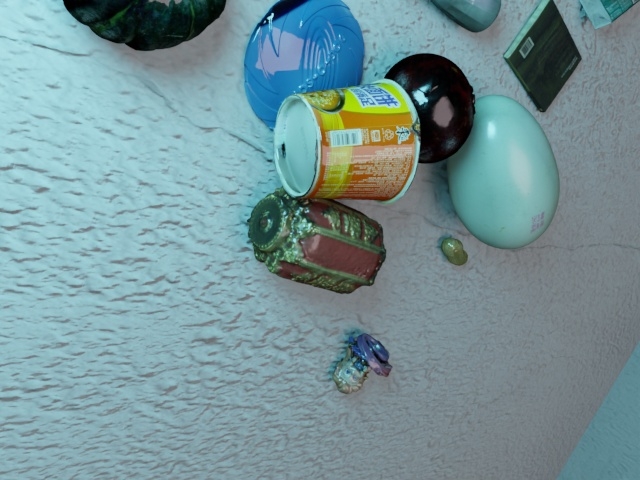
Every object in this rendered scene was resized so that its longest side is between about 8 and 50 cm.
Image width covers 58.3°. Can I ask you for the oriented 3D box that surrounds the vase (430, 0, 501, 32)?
[{"bbox_3d":[0.226,-0.449,1.030,0.214,0.086,0.086,7,110,-36],"label":"vase"}]

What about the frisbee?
[{"bbox_3d":[-0.015,-0.286,0.957,0.242,0.045,0.242,-20,126,-30],"label":"frisbee"}]

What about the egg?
[{"bbox_3d":[0.388,-0.140,1.235,0.230,0.230,0.371,-38,128,-15],"label":"egg"}]

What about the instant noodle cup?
[{"bbox_3d":[0.032,-0.156,0.929,0.174,0.213,0.213,-7,120,-28],"label":"instant noodle cup"}]

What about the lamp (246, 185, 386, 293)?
[{"bbox_3d":[0.000,0.000,1.051,0.273,0.177,0.177,22,101,-43],"label":"lamp"}]

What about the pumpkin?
[{"bbox_3d":[-0.211,-0.340,0.685,0.220,0.161,0.221,-16,115,-38],"label":"pumpkin"}]

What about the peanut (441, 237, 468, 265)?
[{"bbox_3d":[0.333,0.029,1.417,0.054,0.054,0.113,-49,137,-4],"label":"peanut"}]

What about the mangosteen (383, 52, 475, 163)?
[{"bbox_3d":[0.179,-0.237,1.041,0.209,0.210,0.210,-19,126,-29],"label":"mangosteen"}]

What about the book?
[{"bbox_3d":[0.514,-0.418,1.312,0.228,0.024,0.160,31,95,-45],"label":"book"}]

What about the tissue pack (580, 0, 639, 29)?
[{"bbox_3d":[0.658,-0.551,1.318,0.111,0.079,0.085,-39,101,-14],"label":"tissue pack"}]

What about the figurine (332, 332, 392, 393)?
[{"bbox_3d":[0.097,0.293,1.357,0.157,0.126,0.114,-51,-176,32],"label":"figurine"}]
